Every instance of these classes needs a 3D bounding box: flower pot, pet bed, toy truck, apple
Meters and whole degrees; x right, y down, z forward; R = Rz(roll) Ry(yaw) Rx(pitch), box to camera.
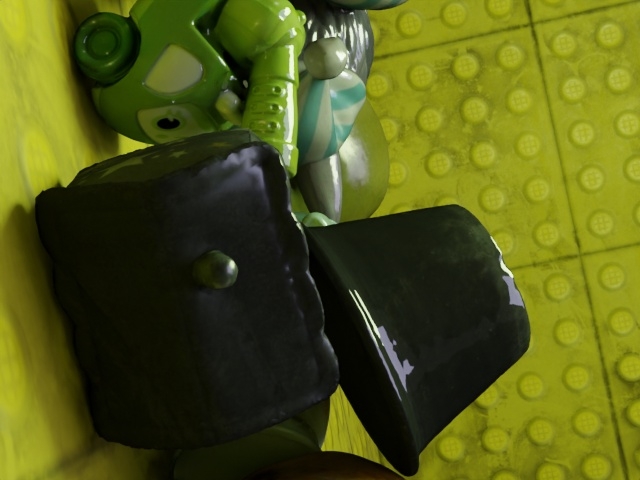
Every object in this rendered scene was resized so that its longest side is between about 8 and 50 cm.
[{"bbox_3d":[0.080,0.063,0.906,0.235,0.148,0.235,62,-11,21],"label":"flower pot"},{"bbox_3d":[-0.091,0.038,0.778,0.159,0.183,0.211,-97,175,-74],"label":"pet bed"},{"bbox_3d":[-0.091,-0.163,0.959,0.148,0.210,0.187,53,57,-72],"label":"toy truck"},{"bbox_3d":[-0.015,-0.120,1.594,0.258,0.233,0.295,-90,167,-76],"label":"apple"}]

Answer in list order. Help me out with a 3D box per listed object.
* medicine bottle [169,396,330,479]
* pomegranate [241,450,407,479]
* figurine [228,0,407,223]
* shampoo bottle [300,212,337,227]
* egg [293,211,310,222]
[{"bbox_3d":[-0.063,0.162,0.985,0.143,0.147,0.147,-93,170,-47],"label":"medicine bottle"},{"bbox_3d":[0.005,0.306,0.836,0.307,0.307,0.307,-12,90,-84],"label":"pomegranate"},{"bbox_3d":[0.008,-0.205,1.331,0.266,0.361,0.378,-16,92,-47],"label":"figurine"},{"bbox_3d":[0.000,0.000,1.215,0.190,0.041,0.069,-44,126,-84],"label":"shampoo bottle"},{"bbox_3d":[-0.033,0.065,1.365,0.236,0.169,0.169,-99,174,-50],"label":"egg"}]
